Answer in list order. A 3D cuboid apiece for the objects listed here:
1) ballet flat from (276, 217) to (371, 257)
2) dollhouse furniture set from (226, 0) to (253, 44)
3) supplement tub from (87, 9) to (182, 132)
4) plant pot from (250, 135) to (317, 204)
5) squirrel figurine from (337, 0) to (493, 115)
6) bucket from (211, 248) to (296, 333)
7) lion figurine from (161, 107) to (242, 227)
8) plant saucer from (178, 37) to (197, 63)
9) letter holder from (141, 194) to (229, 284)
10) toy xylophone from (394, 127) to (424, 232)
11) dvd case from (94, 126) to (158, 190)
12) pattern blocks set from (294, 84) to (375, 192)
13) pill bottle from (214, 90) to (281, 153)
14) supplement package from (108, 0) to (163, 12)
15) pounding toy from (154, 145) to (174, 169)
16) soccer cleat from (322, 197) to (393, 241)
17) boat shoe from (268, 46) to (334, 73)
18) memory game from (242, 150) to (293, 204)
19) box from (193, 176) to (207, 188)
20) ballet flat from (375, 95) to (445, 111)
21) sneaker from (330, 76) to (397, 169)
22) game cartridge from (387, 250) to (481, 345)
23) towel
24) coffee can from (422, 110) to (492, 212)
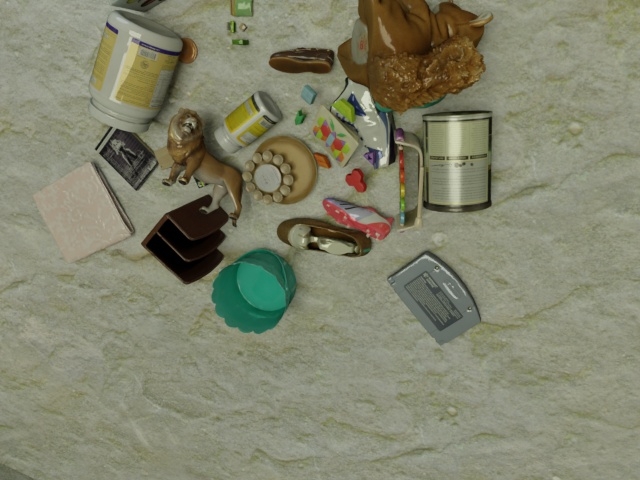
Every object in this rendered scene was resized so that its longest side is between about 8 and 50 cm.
[{"bbox_3d":[0.000,0.000,1.860,0.342,0.124,0.116,13,109,12],"label":"ballet flat"},{"bbox_3d":[-0.259,-0.703,1.757,0.076,0.058,0.151,6,108,14],"label":"dollhouse furniture set"},{"bbox_3d":[-0.614,-0.548,1.807,0.241,0.241,0.331,30,112,6],"label":"supplement tub"},{"bbox_3d":[-0.121,-0.239,1.873,0.236,0.032,0.236,5,107,15],"label":"plant pot"},{"bbox_3d":[0.291,-0.512,1.501,0.370,0.397,0.281,-8,147,-18],"label":"squirrel figurine"},{"bbox_3d":[-0.224,0.173,1.945,0.281,0.183,0.281,4,107,14],"label":"bucket"},{"bbox_3d":[-0.372,-0.237,1.835,0.142,0.240,0.392,-5,145,36],"label":"lion figurine"},{"bbox_3d":[-0.455,-0.639,1.856,0.083,0.013,0.083,4,107,15],"label":"plant saucer"},{"bbox_3d":[-0.418,-0.005,1.882,0.214,0.302,0.152,45,112,-1],"label":"letter holder"},{"bbox_3d":[0.268,-0.173,1.674,0.081,0.236,0.322,-1,110,7],"label":"toy xylophone"},{"bbox_3d":[-0.707,-0.315,2.024,0.221,0.018,0.164,45,114,-2],"label":"dvd case"},{"bbox_3d":[0.041,-0.321,1.722,0.325,0.026,0.285,40,145,20],"label":"pattern blocks set"},{"bbox_3d":[-0.242,-0.385,1.816,0.208,0.119,0.119,-33,95,22],"label":"pill bottle"},{"bbox_3d":[-0.558,-0.838,1.728,0.203,0.194,0.149,-19,100,21],"label":"supplement package"},{"bbox_3d":[-0.468,-0.295,1.913,0.130,0.141,0.100,-13,103,34],"label":"pounding toy"},{"bbox_3d":[0.123,-0.085,1.834,0.248,0.095,0.083,29,154,18],"label":"soccer cleat"},{"bbox_3d":[-0.058,-0.572,1.740,0.207,0.073,0.073,8,71,10],"label":"boat shoe"},{"bbox_3d":[-0.179,-0.213,1.873,0.186,0.012,0.186,5,107,15],"label":"memory game"},{"bbox_3d":[-0.398,-0.230,1.943,0.083,0.052,0.062,-21,101,20],"label":"box"},{"bbox_3d":[0.283,-0.425,1.610,0.247,0.087,0.083,-16,100,-15],"label":"ballet flat"},{"bbox_3d":[0.131,-0.376,1.720,0.182,0.127,0.315,-6,98,21],"label":"sneaker"},{"bbox_3d":[0.389,0.189,1.846,0.198,0.062,0.297,-38,93,18],"label":"game cartridge"},{"bbox_3d":[-0.920,-0.103,2.131,0.332,0.053,0.317,-22,98,20],"label":"towel"},{"bbox_3d":[0.404,-0.237,1.631,0.202,0.201,0.275,1,106,16],"label":"coffee can"}]
